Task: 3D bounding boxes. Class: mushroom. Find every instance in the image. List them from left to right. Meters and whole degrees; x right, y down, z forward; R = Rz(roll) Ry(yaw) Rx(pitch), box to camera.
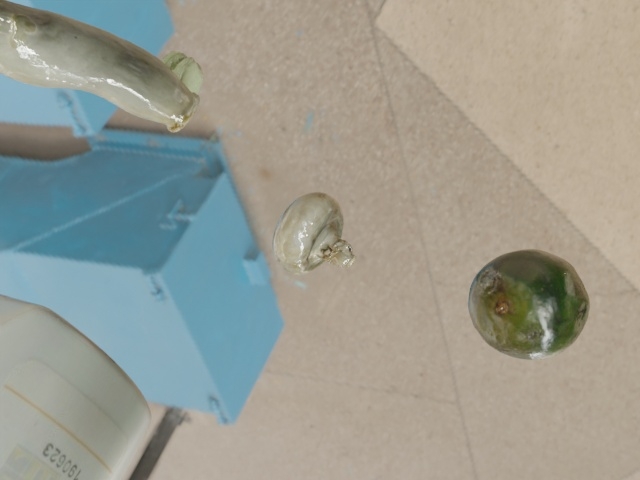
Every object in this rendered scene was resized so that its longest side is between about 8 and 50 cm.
[{"bbox_3d":[-0.318,-0.242,1.334,0.351,0.109,0.097,19,142,-31],"label":"mushroom"},{"bbox_3d":[0.000,0.000,0.920,0.079,0.085,0.085,27,144,20],"label":"mushroom"}]

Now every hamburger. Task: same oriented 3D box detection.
[{"bbox_3d":[-0.214,-0.240,1.505,0.054,0.084,0.121,21,157,14],"label":"hamburger"}]

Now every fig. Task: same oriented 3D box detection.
[{"bbox_3d":[0.230,0.058,1.015,0.117,0.177,0.117,11,107,42],"label":"fig"}]

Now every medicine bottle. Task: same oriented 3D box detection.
[{"bbox_3d":[-0.246,0.201,0.608,0.124,0.324,0.179,11,149,30],"label":"medicine bottle"}]
